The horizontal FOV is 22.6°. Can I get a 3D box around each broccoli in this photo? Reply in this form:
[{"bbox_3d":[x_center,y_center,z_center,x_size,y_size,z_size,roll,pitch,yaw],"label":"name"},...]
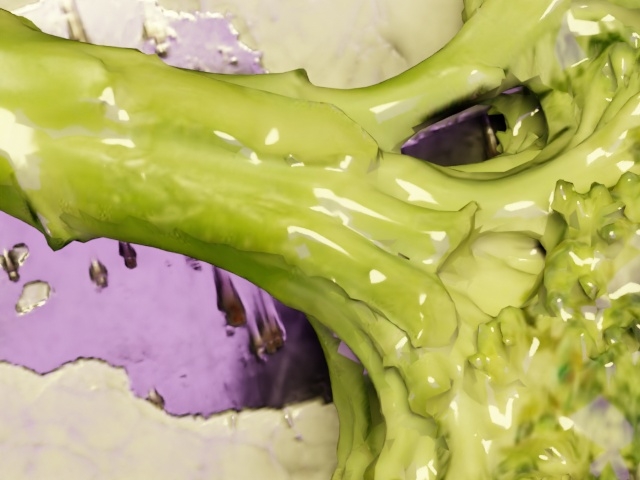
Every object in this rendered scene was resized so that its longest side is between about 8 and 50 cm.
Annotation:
[{"bbox_3d":[0.010,0.028,0.777,0.397,0.275,0.353,-6,54,-17],"label":"broccoli"}]
